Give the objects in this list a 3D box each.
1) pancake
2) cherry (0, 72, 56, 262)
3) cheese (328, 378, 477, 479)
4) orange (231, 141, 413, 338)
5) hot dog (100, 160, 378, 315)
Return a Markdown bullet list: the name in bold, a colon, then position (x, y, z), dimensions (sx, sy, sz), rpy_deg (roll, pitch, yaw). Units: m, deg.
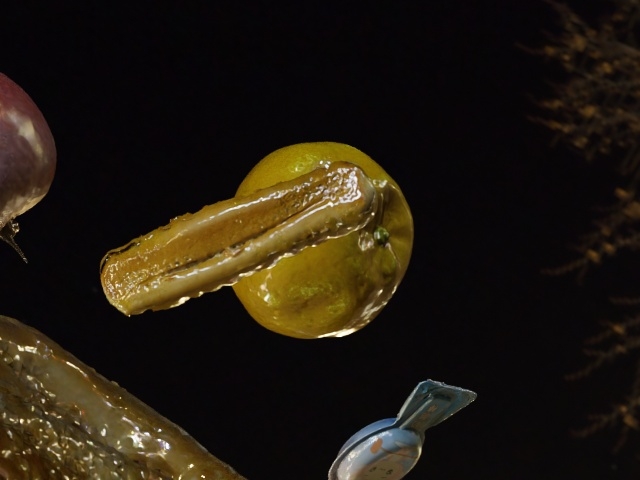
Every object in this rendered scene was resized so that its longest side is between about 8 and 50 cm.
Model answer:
- **pancake**: position (-0.140, 0.120, 0.685), dimensions (0.356, 0.356, 0.065), rpy_deg (27, -83, -47)
- **cherry**: position (-0.425, -0.084, 1.419), dimensions (0.261, 0.307, 0.221), rpy_deg (-51, -2, -13)
- **cheese**: position (0.099, 0.275, 1.813), dimensions (0.135, 0.052, 0.244), rpy_deg (18, -56, -44)
- **orange**: position (0.000, 0.000, 1.827), dimensions (0.279, 0.235, 0.279), rpy_deg (-19, -67, -56)
- **hot dog**: position (-0.080, -0.002, 1.324), dimensions (0.289, 0.083, 0.068), rpy_deg (-21, -5, 7)
